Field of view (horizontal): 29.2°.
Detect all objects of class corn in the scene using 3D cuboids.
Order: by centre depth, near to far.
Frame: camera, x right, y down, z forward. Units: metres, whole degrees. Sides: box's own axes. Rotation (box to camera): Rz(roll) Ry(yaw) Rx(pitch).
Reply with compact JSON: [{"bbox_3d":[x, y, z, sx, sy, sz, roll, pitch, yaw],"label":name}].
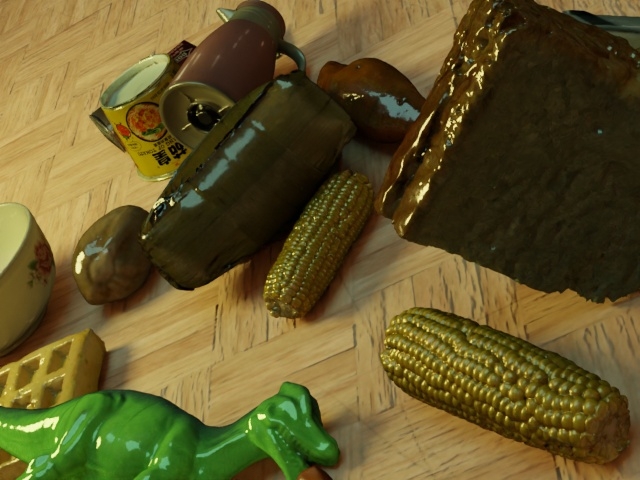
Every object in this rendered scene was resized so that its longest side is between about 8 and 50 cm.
[{"bbox_3d":[0.160,0.133,1.190,0.101,0.101,0.310,-46,33,-17],"label":"corn"},{"bbox_3d":[0.000,0.000,1.539,0.080,0.080,0.238,-4,42,41],"label":"corn"}]

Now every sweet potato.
[{"bbox_3d":[0.068,-0.199,1.711,0.112,0.112,0.359,-43,36,-12],"label":"sweet potato"}]

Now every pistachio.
[{"bbox_3d":[-0.291,0.016,1.776,0.108,0.126,0.185,21,46,4],"label":"pistachio"}]

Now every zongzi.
[{"bbox_3d":[-0.112,-0.093,1.703,0.323,0.160,0.360,-43,13,3],"label":"zongzi"}]

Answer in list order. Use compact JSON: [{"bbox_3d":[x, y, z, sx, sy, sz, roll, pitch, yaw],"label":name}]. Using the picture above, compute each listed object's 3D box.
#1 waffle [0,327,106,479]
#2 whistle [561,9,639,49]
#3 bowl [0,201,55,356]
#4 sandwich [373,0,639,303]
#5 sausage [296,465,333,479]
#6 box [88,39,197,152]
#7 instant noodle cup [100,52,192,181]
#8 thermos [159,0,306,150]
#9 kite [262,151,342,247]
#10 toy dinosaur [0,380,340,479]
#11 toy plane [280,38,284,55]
[{"bbox_3d":[-0.404,0.240,1.623,0.248,0.055,0.221,-25,33,17],"label":"waffle"},{"bbox_3d":[0.320,-0.187,1.450,0.290,0.163,0.163,1,31,-12],"label":"whistle"},{"bbox_3d":[-0.506,0.084,1.844,0.277,0.145,0.277,-26,34,19],"label":"bowl"},{"bbox_3d":[0.248,-0.078,1.216,0.262,0.325,0.131,-63,22,26],"label":"sandwich"},{"bbox_3d":[0.010,0.267,1.210,0.039,0.041,0.131,-57,31,7],"label":"sausage"},{"bbox_3d":[-0.291,-0.255,2.163,0.224,0.069,0.120,-39,32,-8],"label":"box"},{"bbox_3d":[-0.262,-0.209,1.999,0.182,0.144,0.182,-25,33,18],"label":"instant noodle cup"},{"bbox_3d":[-0.124,-0.264,1.933,0.146,0.176,0.265,-58,5,49],"label":"thermos"},{"bbox_3d":[-0.079,-0.078,1.776,0.327,0.013,0.377,-45,33,-15],"label":"kite"},{"bbox_3d":[-0.237,0.176,1.426,0.374,0.144,0.500,-36,47,-2],"label":"toy dinosaur"},{"bbox_3d":[-0.084,-0.339,2.113,0.049,0.031,0.120,-25,29,1],"label":"toy plane"}]
